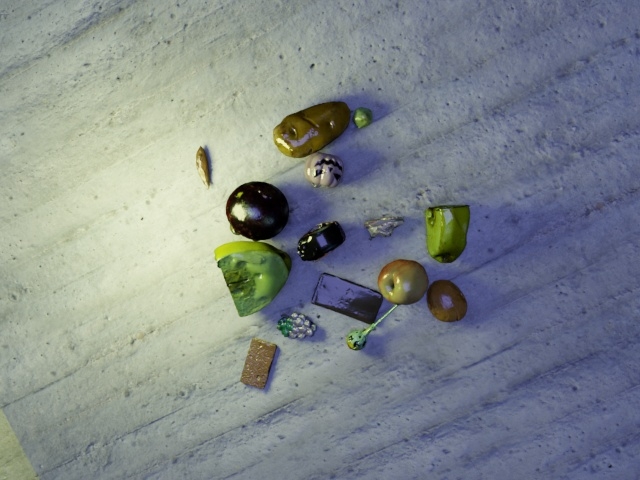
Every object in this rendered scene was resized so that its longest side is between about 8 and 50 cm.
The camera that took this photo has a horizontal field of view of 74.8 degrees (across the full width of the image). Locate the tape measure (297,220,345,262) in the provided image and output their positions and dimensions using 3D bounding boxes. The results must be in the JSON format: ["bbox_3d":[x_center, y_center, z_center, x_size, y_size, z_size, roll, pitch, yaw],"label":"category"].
[{"bbox_3d":[0.000,0.000,1.850,0.223,0.202,0.135,-30,94,10],"label":"tape measure"}]

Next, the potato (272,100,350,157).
[{"bbox_3d":[-0.031,-0.495,1.851,0.370,0.195,0.176,-27,127,-3],"label":"potato"}]

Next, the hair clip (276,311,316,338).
[{"bbox_3d":[-0.112,0.398,1.965,0.196,0.052,0.123,0,84,12],"label":"hair clip"}]

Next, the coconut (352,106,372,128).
[{"bbox_3d":[0.186,-0.544,1.863,0.088,0.088,0.095,12,86,3],"label":"coconut"}]

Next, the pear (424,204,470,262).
[{"bbox_3d":[0.551,-0.027,1.789,0.164,0.238,0.254,-2,92,-2],"label":"pear"}]

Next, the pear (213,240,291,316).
[{"bbox_3d":[-0.285,0.123,1.858,0.319,0.238,0.342,-19,123,-10],"label":"pear"}]

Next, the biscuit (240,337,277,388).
[{"bbox_3d":[-0.295,0.584,1.993,0.131,0.025,0.230,18,95,4],"label":"biscuit"}]

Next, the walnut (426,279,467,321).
[{"bbox_3d":[0.569,0.281,1.882,0.167,0.087,0.211,-32,90,9],"label":"walnut"}]

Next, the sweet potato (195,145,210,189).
[{"bbox_3d":[-0.545,-0.335,1.939,0.060,0.068,0.205,-9,99,29],"label":"sweet potato"}]

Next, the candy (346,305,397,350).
[{"bbox_3d":[0.236,0.386,1.893,0.091,0.083,0.305,35,108,-27],"label":"candy"}]

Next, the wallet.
[{"bbox_3d":[0.124,0.268,1.935,0.310,0.042,0.165,20,96,3],"label":"wallet"}]

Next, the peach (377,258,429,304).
[{"bbox_3d":[0.374,0.181,1.838,0.233,0.232,0.232,0,93,4],"label":"peach"}]

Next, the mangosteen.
[{"bbox_3d":[-0.280,-0.120,1.839,0.289,0.288,0.287,0,93,4],"label":"mangosteen"}]

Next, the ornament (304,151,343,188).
[{"bbox_3d":[0.015,-0.302,1.845,0.178,0.177,0.177,0,93,4],"label":"ornament"}]

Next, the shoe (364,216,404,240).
[{"bbox_3d":[0.289,-0.055,1.881,0.180,0.089,0.092,-10,92,7],"label":"shoe"}]
